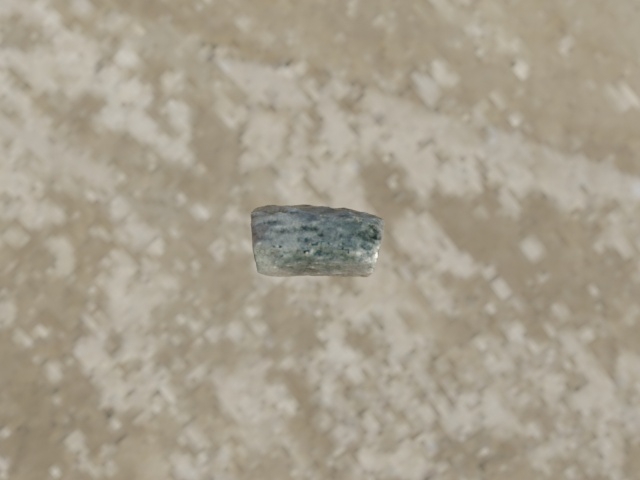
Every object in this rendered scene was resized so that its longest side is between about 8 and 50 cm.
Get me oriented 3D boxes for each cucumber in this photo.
[{"bbox_3d":[-0.002,0.000,1.572,0.112,0.064,0.064,0,47,3],"label":"cucumber"}]
